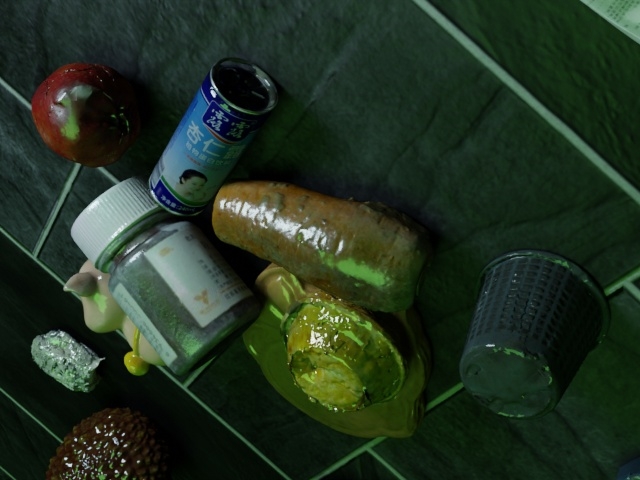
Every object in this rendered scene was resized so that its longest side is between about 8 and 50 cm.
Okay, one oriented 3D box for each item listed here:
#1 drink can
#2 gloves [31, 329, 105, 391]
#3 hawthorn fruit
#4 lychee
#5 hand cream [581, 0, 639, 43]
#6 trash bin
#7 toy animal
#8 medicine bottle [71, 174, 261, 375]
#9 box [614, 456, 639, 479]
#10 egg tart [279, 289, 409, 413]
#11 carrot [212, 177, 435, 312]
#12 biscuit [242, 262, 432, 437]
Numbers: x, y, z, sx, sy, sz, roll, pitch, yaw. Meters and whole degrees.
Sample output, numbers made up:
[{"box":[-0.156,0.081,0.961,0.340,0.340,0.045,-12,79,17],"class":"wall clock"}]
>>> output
[{"box":[-0.150,-0.132,1.070,0.097,0.097,0.235,41,133,-1],"class":"drink can"},{"box":[-0.511,0.238,1.587,0.153,0.070,0.114,29,134,13],"class":"gloves"},{"box":[-0.338,-0.181,1.122,0.172,0.148,0.148,16,130,32],"class":"hawthorn fruit"},{"box":[-0.435,0.474,1.587,0.272,0.271,0.271,17,130,21],"class":"lychee"},{"box":[0.311,-0.236,0.738,0.336,0.076,0.121,32,139,-2],"class":"hand cream"},{"box":[0.251,0.128,0.973,0.176,0.161,0.175,17,132,20],"class":"trash bin"},{"box":[-0.288,0.116,1.303,0.248,0.165,0.149,41,129,-10],"class":"toy animal"},{"box":[-0.228,0.050,1.181,0.273,0.165,0.165,51,134,7],"class":"medicine bottle"},{"box":[0.451,0.343,1.082,0.099,0.054,0.074,38,132,2],"class":"box"},{"box":[0.023,0.169,1.121,0.213,0.090,0.212,19,133,22],"class":"egg tart"},{"box":[0.000,0.000,1.053,0.302,0.138,0.138,15,129,22],"class":"carrot"},{"box":[0.021,0.166,1.217,0.312,0.057,0.351,20,131,17],"class":"biscuit"}]
